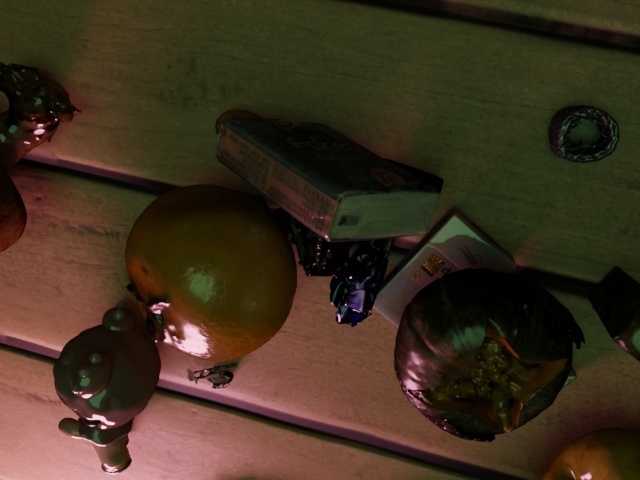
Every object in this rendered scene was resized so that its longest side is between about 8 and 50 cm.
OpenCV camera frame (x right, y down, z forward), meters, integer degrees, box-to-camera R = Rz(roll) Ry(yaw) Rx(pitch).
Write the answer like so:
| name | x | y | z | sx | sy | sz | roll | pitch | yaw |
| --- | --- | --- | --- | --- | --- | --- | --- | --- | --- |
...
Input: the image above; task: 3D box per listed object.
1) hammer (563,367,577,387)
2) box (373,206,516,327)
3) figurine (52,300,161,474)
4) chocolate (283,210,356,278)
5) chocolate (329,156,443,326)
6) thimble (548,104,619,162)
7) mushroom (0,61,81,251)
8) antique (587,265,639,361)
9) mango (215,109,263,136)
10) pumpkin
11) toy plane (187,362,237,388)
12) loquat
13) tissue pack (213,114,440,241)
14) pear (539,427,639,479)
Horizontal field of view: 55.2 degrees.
| name | x | y | z | sx | sy | sz | roll | pitch | yaw |
| --- | --- | --- | --- | --- | --- | --- | --- | --- | --- |
| hammer | 0.390 | 0.202 | 1.183 | 0.226 | 0.041 | 0.159 | 44 | 110 | -4 |
| box | 0.227 | 0.075 | 1.161 | 0.155 | 0.067 | 0.243 | 38 | 111 | -4 |
| figurine | -0.449 | 0.336 | 1.311 | 0.203 | 0.248 | 0.381 | 12 | 122 | 2 |
| chocolate | 0.000 | 0.000 | 1.079 | 0.156 | 0.156 | 0.133 | 10 | 108 | 8 |
| chocolate | 0.103 | 0.008 | 1.148 | 0.148 | 0.126 | 0.343 | 43 | 119 | 38 |
| thimble | 0.446 | -0.183 | 1.039 | 0.104 | 0.066 | 0.095 | -8 | 107 | 11 |
| mushroom | -0.689 | -0.166 | 1.211 | 0.331 | 0.356 | 0.334 | 29 | 148 | -1 |
| antique | 0.530 | 0.128 | 1.035 | 0.081 | 0.221 | 0.080 | 36 | 110 | 0 |
| mango | -0.131 | -0.179 | 1.147 | 0.105 | 0.084 | 0.159 | -35 | 98 | 13 |
| pumpkin | 0.276 | 0.192 | 1.059 | 0.320 | 0.192 | 0.320 | -2 | 121 | -3 |
| toy plane | -0.237 | 0.299 | 1.345 | 0.120 | 0.031 | 0.049 | -9 | 100 | 12 |
| loquat | -0.180 | 0.042 | 1.121 | 0.328 | 0.359 | 0.328 | 34 | 146 | 28 |
| tissue pack | 0.004 | -0.105 | 0.995 | 0.315 | 0.228 | 0.103 | 37 | 119 | 40 |
| pear | 0.563 | 0.512 | 1.117 | 0.304 | 0.304 | 0.304 | 3 | 108 | 10 |
